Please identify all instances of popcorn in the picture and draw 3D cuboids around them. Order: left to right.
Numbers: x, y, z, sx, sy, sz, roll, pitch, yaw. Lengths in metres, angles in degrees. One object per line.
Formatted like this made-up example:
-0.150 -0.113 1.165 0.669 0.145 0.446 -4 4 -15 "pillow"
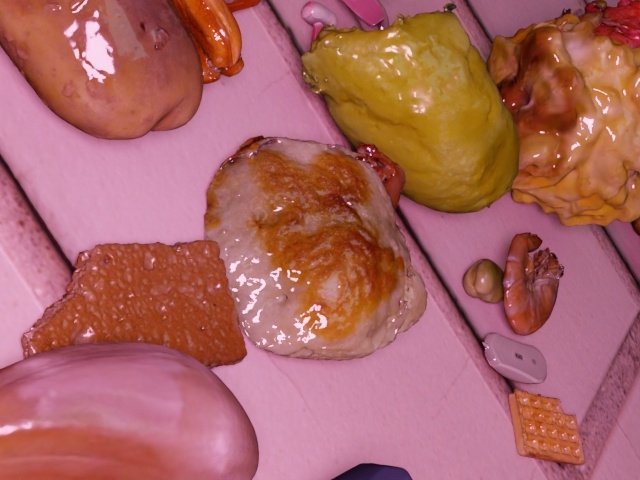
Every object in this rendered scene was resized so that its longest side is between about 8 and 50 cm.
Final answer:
0.387 -0.175 1.434 0.312 0.312 0.312 26 50 -35 "popcorn"

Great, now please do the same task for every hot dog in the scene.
-0.169 -0.279 1.048 0.249 0.100 0.068 56 35 -1 "hot dog"

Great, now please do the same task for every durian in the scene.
0.143 -0.166 1.237 0.339 0.204 0.256 51 28 -13 "durian"

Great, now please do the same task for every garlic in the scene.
-0.170 0.154 0.780 0.318 0.112 0.143 4 84 -36 "garlic"

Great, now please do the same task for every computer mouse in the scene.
0.251 0.158 1.286 0.110 0.032 0.056 23 50 -23 "computer mouse"

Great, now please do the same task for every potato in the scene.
-0.228 -0.224 0.922 0.296 0.141 0.191 50 38 -9 "potato"

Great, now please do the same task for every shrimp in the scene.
0.298 0.045 1.377 0.236 0.053 0.133 -41 108 -53 "shrimp"

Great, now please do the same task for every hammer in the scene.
-0.003 -0.275 1.280 0.052 0.031 0.083 25 57 -31 "hammer"

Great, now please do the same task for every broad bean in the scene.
0.225 0.055 1.313 0.083 0.045 0.063 8 65 -53 "broad bean"

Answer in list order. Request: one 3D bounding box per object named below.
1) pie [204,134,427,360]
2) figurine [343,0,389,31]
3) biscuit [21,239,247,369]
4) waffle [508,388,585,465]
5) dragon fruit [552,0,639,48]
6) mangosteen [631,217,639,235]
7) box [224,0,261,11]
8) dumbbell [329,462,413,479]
-0.008 0.001 1.066 0.257 0.105 0.274 8 58 -27 "pie"
0.064 -0.391 1.366 0.205 0.103 0.260 -22 94 -49 "figurine"
-0.172 0.065 0.891 0.237 0.026 0.131 -3 70 -46 "biscuit"
0.302 0.250 1.292 0.135 0.021 0.092 17 55 -40 "waffle"
0.522 -0.272 1.656 0.314 0.263 0.296 -4 71 -48 "dragon fruit"
0.650 -0.024 1.712 0.211 0.211 0.250 2 36 -46 "mangosteen"
-0.077 -0.417 1.043 0.143 0.341 0.225 -31 90 -43 "box"
0.083 0.371 0.886 0.325 0.160 0.144 60 11 0 "dumbbell"
